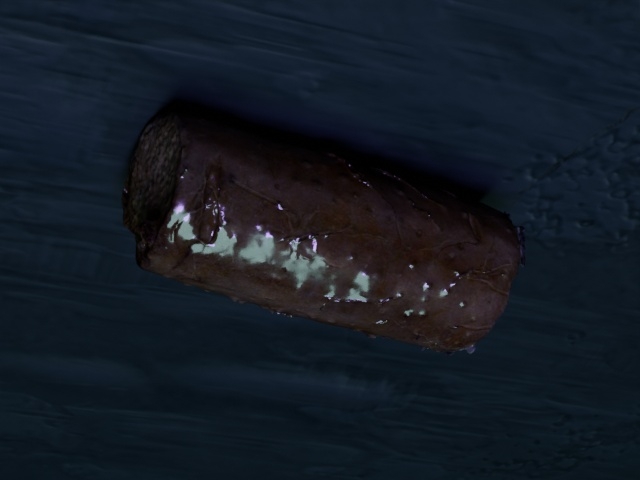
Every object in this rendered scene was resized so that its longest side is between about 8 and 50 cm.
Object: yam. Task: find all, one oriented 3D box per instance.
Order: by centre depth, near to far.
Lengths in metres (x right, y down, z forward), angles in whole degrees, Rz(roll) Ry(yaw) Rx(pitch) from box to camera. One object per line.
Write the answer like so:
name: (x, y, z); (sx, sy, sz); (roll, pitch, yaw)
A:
yam: (0.001, 0.000, 0.989); (0.279, 0.131, 0.131); (16, 135, -23)
